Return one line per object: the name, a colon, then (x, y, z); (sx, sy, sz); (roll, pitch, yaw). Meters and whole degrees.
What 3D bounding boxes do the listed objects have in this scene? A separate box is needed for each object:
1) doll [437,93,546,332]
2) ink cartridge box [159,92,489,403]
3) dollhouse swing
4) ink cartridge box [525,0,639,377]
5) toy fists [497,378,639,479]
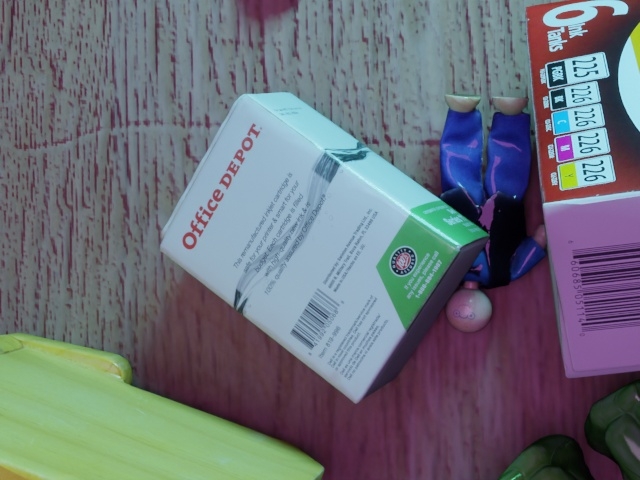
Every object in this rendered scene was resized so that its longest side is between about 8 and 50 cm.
doll: (0.121, -0.021, 1.038); (0.129, 0.046, 0.189); (4, 98, 10)
ink cartridge box: (0.000, 0.000, 1.019); (0.208, 0.087, 0.153); (37, 110, 14)
dollhouse swing: (-0.219, 0.233, 0.957); (0.305, 0.347, 0.315); (33, 97, 8)
ink cartridge box: (0.281, -0.063, 0.866); (0.272, 0.309, 0.130); (-7, 120, 10)
toy fists: (0.211, 0.170, 0.974); (0.279, 0.142, 0.096); (-36, 84, 9)
